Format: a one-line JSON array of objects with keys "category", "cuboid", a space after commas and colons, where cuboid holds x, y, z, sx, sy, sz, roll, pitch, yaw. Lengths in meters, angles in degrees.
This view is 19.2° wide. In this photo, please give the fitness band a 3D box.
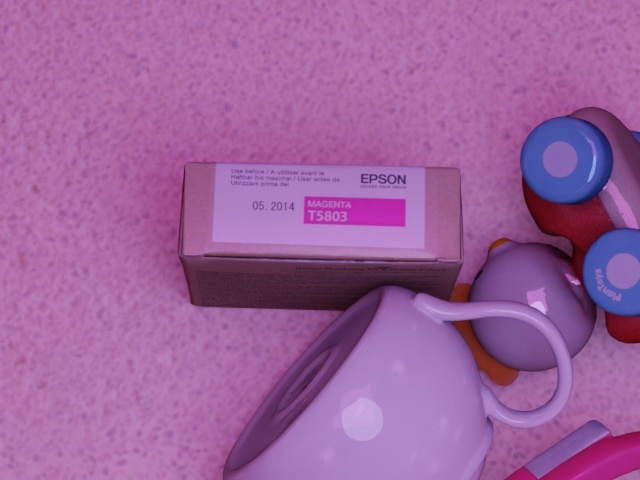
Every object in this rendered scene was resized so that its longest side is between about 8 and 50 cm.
[{"category": "fitness band", "cuboid": [0.216, 0.273, 1.577, 0.291, 0.054, 0.209, -34, 119, -10]}]

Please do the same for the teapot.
[{"category": "teapot", "cuboid": [0.058, 0.171, 1.576, 0.187, 0.256, 0.252, 40, 63, -6]}]

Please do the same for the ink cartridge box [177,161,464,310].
[{"category": "ink cartridge box", "cuboid": [0.000, 0.000, 1.631, 0.234, 0.193, 0.088, 2, 75, -1]}]

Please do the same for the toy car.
[{"category": "toy car", "cuboid": [0.198, 0.023, 1.654, 0.238, 0.219, 0.210, -32, 77, 20]}]
